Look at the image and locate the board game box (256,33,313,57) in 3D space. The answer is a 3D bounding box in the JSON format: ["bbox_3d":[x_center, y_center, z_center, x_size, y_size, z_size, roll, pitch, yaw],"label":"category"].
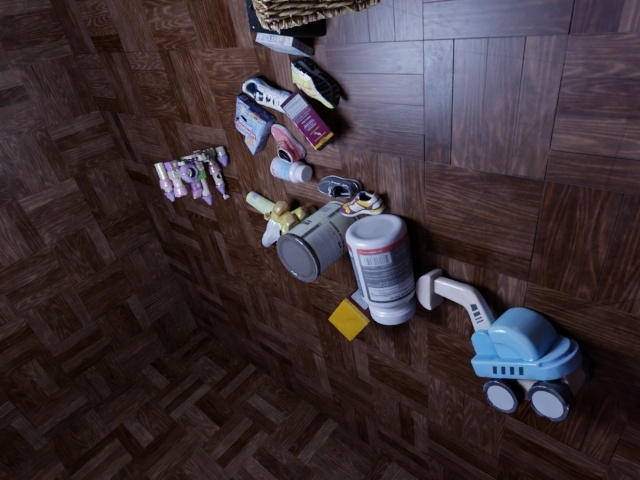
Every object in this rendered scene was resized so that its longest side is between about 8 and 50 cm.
[{"bbox_3d":[-0.113,-0.616,1.277,0.154,0.103,0.026,25,107,32],"label":"board game box"}]

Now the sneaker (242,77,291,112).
[{"bbox_3d":[-0.182,-0.513,1.460,0.237,0.086,0.085,33,139,22],"label":"sneaker"}]

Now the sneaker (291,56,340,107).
[{"bbox_3d":[-0.016,-0.493,1.310,0.208,0.081,0.094,49,153,13],"label":"sneaker"}]

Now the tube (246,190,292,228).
[{"bbox_3d":[-0.238,-0.146,1.860,0.240,0.062,0.070,32,138,26],"label":"tube"}]

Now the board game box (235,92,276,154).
[{"bbox_3d":[-0.278,-0.456,1.637,0.194,0.060,0.194,39,142,17],"label":"board game box"}]

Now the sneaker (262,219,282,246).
[{"bbox_3d":[-0.215,-0.024,1.940,0.094,0.080,0.212,32,141,7],"label":"sneaker"}]

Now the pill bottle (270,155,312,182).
[{"bbox_3d":[-0.113,-0.275,1.587,0.160,0.087,0.087,21,135,36],"label":"pill bottle"}]

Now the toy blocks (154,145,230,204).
[{"bbox_3d":[-0.569,-0.281,1.922,0.309,0.288,0.260,5,118,43],"label":"toy blocks"}]

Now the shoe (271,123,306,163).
[{"bbox_3d":[-0.142,-0.368,1.543,0.178,0.081,0.063,46,144,9],"label":"shoe"}]

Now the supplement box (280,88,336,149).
[{"bbox_3d":[-0.039,-0.398,1.357,0.081,0.104,0.188,-40,92,12],"label":"supplement box"}]

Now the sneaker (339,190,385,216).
[{"bbox_3d":[0.137,-0.136,1.439,0.185,0.070,0.084,-2,134,39],"label":"sneaker"}]

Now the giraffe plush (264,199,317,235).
[{"bbox_3d":[-0.137,-0.100,1.710,0.170,0.181,0.210,51,129,22],"label":"giraffe plush"}]

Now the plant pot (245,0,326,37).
[{"bbox_3d":[-0.111,-0.681,1.163,0.187,0.167,0.188,25,136,32],"label":"plant pot"}]

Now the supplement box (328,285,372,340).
[{"bbox_3d":[0.165,0.275,1.666,0.129,0.194,0.191,43,144,11],"label":"supplement box"}]

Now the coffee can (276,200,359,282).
[{"bbox_3d":[0.000,0.000,1.540,0.201,0.275,0.202,29,139,29],"label":"coffee can"}]

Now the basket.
[{"bbox_3d":[-0.032,-0.656,0.984,0.213,0.299,0.223,-112,6,-59],"label":"basket"}]

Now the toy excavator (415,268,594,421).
[{"bbox_3d":[0.549,0.280,1.276,0.433,0.222,0.445,-20,91,54],"label":"toy excavator"}]

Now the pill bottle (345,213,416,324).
[{"bbox_3d":[0.226,0.107,1.440,0.210,0.210,0.363,12,129,42],"label":"pill bottle"}]

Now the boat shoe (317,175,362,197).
[{"bbox_3d":[0.055,-0.192,1.492,0.206,0.065,0.075,10,127,44],"label":"boat shoe"}]
